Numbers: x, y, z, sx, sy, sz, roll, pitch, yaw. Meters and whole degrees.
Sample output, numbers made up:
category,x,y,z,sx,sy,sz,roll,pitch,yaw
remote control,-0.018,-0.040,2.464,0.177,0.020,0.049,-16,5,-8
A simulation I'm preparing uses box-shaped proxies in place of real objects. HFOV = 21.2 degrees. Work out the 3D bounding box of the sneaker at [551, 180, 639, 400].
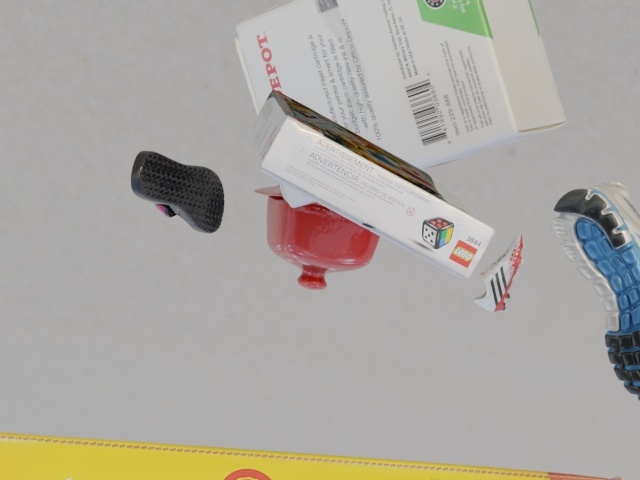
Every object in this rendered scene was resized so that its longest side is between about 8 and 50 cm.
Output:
category,x,y,z,sx,sy,sz,roll,pitch,yaw
sneaker,0.253,0.037,1.325,0.071,0.190,0.083,-20,-175,40

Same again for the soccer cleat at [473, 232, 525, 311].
category,x,y,z,sx,sy,sz,roll,pitch,yaw
soccer cleat,0.178,0.030,1.691,0.036,0.083,0.029,18,-170,-1

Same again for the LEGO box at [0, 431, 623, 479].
category,x,y,z,sx,sy,sz,roll,pitch,yaw
LEGO box,-0.056,0.334,1.122,0.500,0.372,0.193,6,161,-18

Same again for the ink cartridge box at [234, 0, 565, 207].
category,x,y,z,sx,sy,sz,roll,pitch,yaw
ink cartridge box,0.078,-0.174,1.768,0.289,0.211,0.121,-16,180,34

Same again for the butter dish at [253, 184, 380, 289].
category,x,y,z,sx,sy,sz,roll,pitch,yaw
butter dish,0.000,0.000,2.006,0.160,0.118,0.160,12,-179,-15

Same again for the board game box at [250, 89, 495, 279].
category,x,y,z,sx,sy,sz,roll,pitch,yaw
board game box,0.036,-0.056,1.496,0.193,0.053,0.305,28,-174,-8

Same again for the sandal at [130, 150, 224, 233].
category,x,y,z,sx,sy,sz,roll,pitch,yaw
sandal,-0.156,-0.055,1.814,0.040,0.067,0.179,4,167,30
